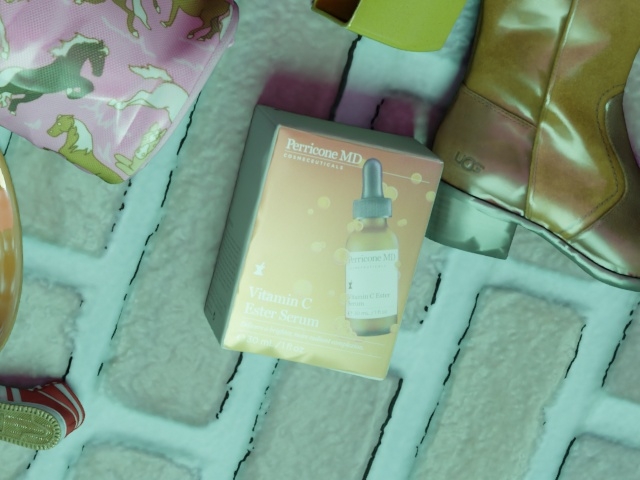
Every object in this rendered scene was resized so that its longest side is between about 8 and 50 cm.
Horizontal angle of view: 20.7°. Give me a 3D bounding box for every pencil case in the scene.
[{"bbox_3d":[-0.242,-0.191,1.157,0.386,0.160,0.167,34,92,-17],"label":"pencil case"}]

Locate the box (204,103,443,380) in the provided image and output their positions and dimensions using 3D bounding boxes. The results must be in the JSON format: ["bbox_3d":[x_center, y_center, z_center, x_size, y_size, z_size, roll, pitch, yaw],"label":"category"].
[{"bbox_3d":[0.000,0.000,1.292,0.130,0.091,0.170,11,102,-14],"label":"box"}]

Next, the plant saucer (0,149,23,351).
[{"bbox_3d":[-0.262,-0.007,1.190,0.037,0.200,0.200,-7,107,16],"label":"plant saucer"}]

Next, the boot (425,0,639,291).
[{"bbox_3d":[0.224,-0.114,1.305,0.264,0.096,0.280,14,107,-2],"label":"boot"}]

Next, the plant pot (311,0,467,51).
[{"bbox_3d":[0.057,-0.179,1.267,0.083,0.081,0.081,23,98,-25],"label":"plant pot"}]

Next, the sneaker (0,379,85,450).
[{"bbox_3d":[-0.233,0.121,1.305,0.118,0.067,0.042,18,104,15],"label":"sneaker"}]
